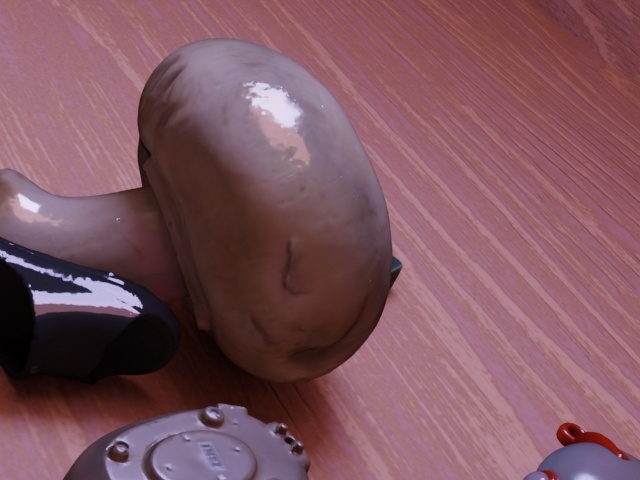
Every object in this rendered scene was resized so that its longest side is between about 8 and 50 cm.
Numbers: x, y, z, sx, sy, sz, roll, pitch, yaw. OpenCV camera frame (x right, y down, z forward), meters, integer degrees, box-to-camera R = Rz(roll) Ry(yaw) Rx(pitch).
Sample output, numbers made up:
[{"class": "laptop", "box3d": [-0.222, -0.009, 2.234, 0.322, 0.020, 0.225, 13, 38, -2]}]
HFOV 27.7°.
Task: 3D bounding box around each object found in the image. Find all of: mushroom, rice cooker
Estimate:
[{"class": "mushroom", "box3d": [-0.089, -0.038, 1.172, 0.356, 0.315, 0.315, 22, 23, 17]}, {"class": "rice cooker", "box3d": [-0.094, 0.193, 0.899, 0.206, 0.127, 0.145, -11, 44, -40]}]

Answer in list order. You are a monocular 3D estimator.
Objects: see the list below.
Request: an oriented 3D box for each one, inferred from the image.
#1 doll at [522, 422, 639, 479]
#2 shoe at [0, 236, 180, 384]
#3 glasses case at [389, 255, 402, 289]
[{"class": "doll", "box3d": [0.259, 0.281, 1.107, 0.199, 0.105, 0.336, 13, 35, -22]}, {"class": "shoe", "box3d": [-0.238, 0.069, 1.043, 0.241, 0.108, 0.093, 24, 44, -8]}, {"class": "glasses case", "box3d": [0.000, 0.000, 1.468, 0.184, 0.039, 0.078, 34, 26, 18]}]
